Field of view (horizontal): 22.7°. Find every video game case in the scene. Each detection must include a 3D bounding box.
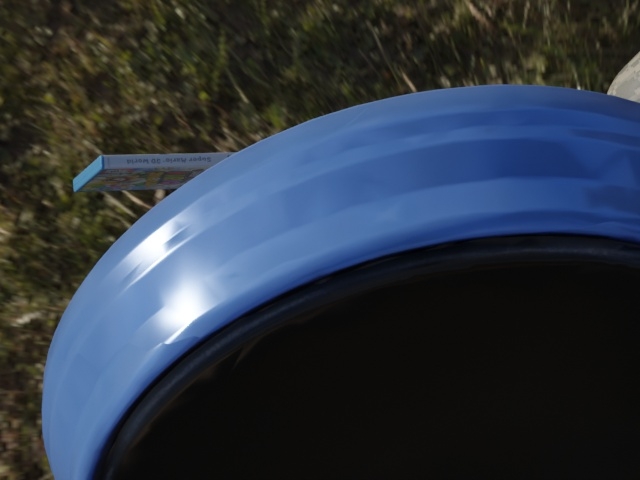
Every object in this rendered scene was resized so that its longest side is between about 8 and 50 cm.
[{"bbox_3d":[-0.141,-0.065,1.514,0.166,0.119,0.015,-3,82,-22],"label":"video game case"}]

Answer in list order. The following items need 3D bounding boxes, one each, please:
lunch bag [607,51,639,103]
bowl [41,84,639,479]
[{"bbox_3d":[0.432,-0.167,1.512,0.305,0.256,0.213,-41,71,30],"label":"lunch bag"},{"bbox_3d":[0.061,0.095,0.787,0.391,0.391,0.077,-18,47,7],"label":"bowl"}]
